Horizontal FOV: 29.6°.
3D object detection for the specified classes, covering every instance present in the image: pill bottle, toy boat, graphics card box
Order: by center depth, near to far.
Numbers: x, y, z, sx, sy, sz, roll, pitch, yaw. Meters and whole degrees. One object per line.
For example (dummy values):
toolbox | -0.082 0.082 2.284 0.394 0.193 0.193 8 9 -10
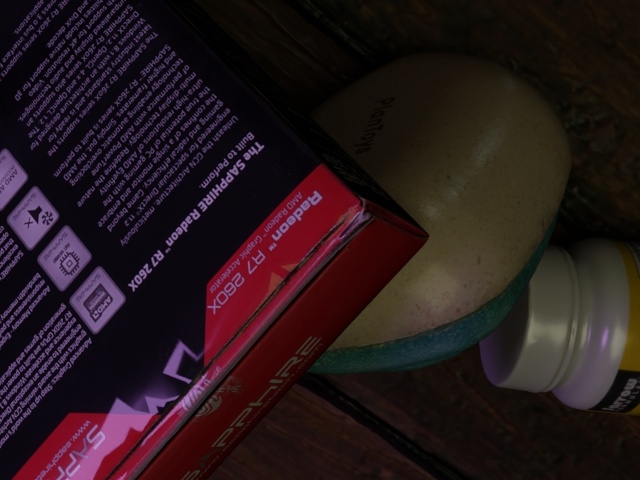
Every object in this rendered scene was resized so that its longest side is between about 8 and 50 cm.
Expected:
graphics card box | -0.149 -0.044 0.623 0.233 0.094 0.371 -49 65 10
toy boat | 0.000 0.000 0.737 0.318 0.267 0.148 -9 119 28
pill bottle | 0.222 0.061 0.830 0.208 0.119 0.119 7 109 -11
